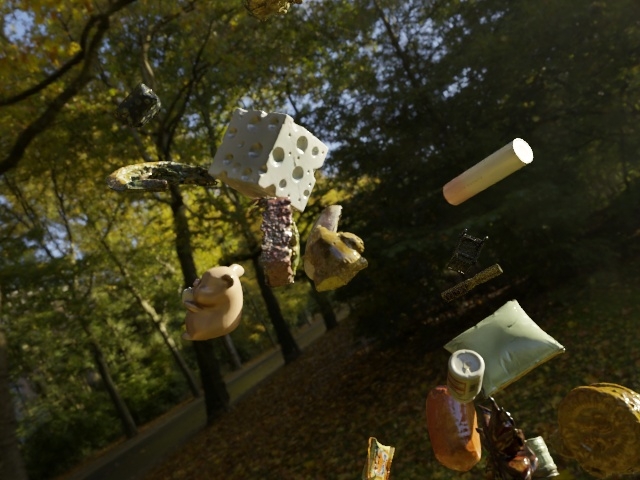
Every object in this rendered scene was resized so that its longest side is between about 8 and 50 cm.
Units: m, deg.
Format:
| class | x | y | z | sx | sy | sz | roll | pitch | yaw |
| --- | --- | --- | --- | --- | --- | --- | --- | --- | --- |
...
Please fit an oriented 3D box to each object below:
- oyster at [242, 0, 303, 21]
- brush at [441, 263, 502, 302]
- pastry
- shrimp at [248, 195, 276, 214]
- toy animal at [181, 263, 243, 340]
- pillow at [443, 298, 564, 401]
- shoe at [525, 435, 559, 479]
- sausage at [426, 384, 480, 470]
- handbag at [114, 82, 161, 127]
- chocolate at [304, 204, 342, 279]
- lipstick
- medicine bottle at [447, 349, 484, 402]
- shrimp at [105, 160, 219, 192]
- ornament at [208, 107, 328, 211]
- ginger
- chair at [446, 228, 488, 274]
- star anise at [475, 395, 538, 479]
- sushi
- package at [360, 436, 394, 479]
| class | x | y | z | sx | sy | sz | roll | pitch | yaw |
| --- | --- | --- | --- | --- | --- | --- | --- | --- | --- |
| oyster | -0.083 | -0.593 | 1.196 | 0.115 | 0.237 | 0.351 | 5 | 39 | 26 |
| brush | 0.569 | 0.166 | 2.156 | 0.248 | 0.043 | 0.036 | -32 | 18 | 25 |
| pastry | 0.753 | 0.495 | 1.497 | 0.132 | 0.235 | 0.240 | -3 | 23 | -41 |
| shrimp | -0.174 | -0.110 | 1.674 | 0.092 | 0.038 | 0.029 | -28 | -9 | -4 |
| toy animal | -0.383 | 0.218 | 2.036 | 0.213 | 0.256 | 0.195 | 2 | 12 | 0 |
| pillow | 0.608 | 0.359 | 1.927 | 0.310 | 0.119 | 0.312 | -35 | 30 | 2 |
| shoe | 0.658 | 0.704 | 1.868 | 0.109 | 0.149 | 0.293 | -6 | -20 | -16 |
| sausage | 0.419 | 0.591 | 1.813 | 0.141 | 0.267 | 0.153 | -21 | -37 | 24 |
| handbag | -0.491 | -0.363 | 1.610 | 0.115 | 0.072 | 0.139 | -48 | -7 | 3 |
| chocolate | 0.000 | 0.000 | 2.213 | 0.185 | 0.101 | 0.303 | 107 | -178 | -61 |
| lipstick | 0.548 | -0.221 | 1.906 | 0.087 | 0.087 | 0.327 | -23 | -8 | -37 |
| medicine bottle | 0.336 | 0.321 | 1.334 | 0.079 | 0.079 | 0.140 | -26 | -39 | -13 |
| shrimp | -0.576 | -0.228 | 2.086 | 0.446 | 0.085 | 0.272 | 4 | 24 | 14 |
| ornament | -0.166 | -0.259 | 1.852 | 0.240 | 0.238 | 0.240 | 16 | -9 | 39 |
| ginger | 0.037 | 0.034 | 1.929 | 0.219 | 0.270 | 0.123 | -24 | -31 | 7 |
| chair | 0.476 | 0.042 | 1.881 | 0.212 | 0.084 | 0.101 | 69 | -136 | -77 |
| star anise | 0.454 | 0.501 | 1.365 | 0.103 | 0.271 | 0.272 | -6 | -9 | -9 |
| sushi | -0.112 | 0.014 | 1.593 | 0.108 | 0.240 | 0.161 | -2 | -24 | -4 |
| package | 0.148 | 0.569 | 1.457 | 0.031 | 0.107 | 0.121 | -2 | -29 | 36 |
